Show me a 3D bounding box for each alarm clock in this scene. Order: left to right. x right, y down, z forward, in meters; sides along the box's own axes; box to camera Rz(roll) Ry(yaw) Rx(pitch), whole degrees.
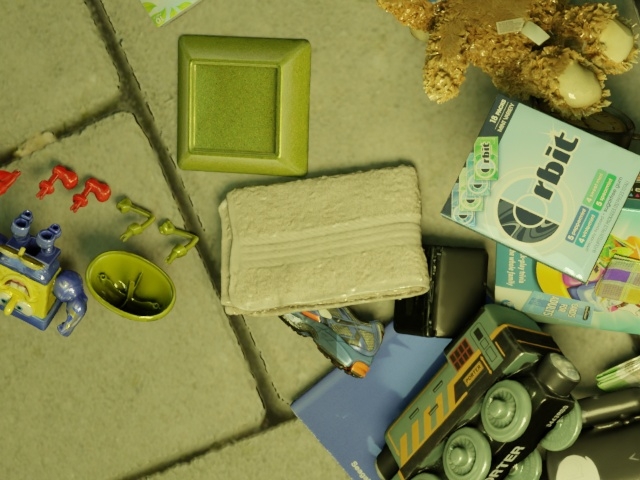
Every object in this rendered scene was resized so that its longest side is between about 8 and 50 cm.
[{"bbox_3d":[0.305,-0.132,1.670,0.129,0.192,0.064,37,120,40],"label":"alarm clock"}]

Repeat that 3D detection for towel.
[{"bbox_3d":[0.000,0.000,1.804,0.282,0.049,0.187,-9,66,13],"label":"towel"},{"bbox_3d":[0.371,0.049,1.648,0.060,0.009,0.083,15,145,2],"label":"towel"},{"bbox_3d":[0.449,0.179,1.756,0.152,0.023,0.113,-30,129,25],"label":"towel"}]

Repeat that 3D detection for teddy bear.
[{"bbox_3d":[0.226,-0.256,1.680,0.338,0.113,0.245,12,65,14],"label":"teddy bear"}]

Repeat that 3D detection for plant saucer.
[{"bbox_3d":[-0.111,-0.181,1.839,0.188,0.045,0.188,4,101,12],"label":"plant saucer"}]

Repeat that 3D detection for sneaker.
[{"bbox_3d":[-0.003,0.094,1.851,0.221,0.083,0.087,39,80,15],"label":"sneaker"}]

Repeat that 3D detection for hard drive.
[{"bbox_3d":[0.143,0.208,1.859,0.319,0.040,0.210,-41,90,16],"label":"hard drive"}]

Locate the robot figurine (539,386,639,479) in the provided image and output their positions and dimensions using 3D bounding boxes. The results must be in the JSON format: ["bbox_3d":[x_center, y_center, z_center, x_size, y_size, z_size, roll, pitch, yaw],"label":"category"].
[{"bbox_3d":[0.397,0.317,1.760,0.278,0.173,0.209,-18,139,15],"label":"robot figurine"}]

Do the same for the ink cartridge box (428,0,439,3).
[{"bbox_3d":[0.107,-0.523,1.626,0.270,0.151,0.395,-39,65,15],"label":"ink cartridge box"}]

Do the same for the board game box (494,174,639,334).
[{"bbox_3d":[0.387,0.015,1.673,0.336,0.079,0.253,7,144,12],"label":"board game box"}]

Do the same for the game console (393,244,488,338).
[{"bbox_3d":[0.158,0.068,1.803,0.107,0.071,0.122,3,89,52],"label":"game console"}]

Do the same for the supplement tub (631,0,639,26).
[{"bbox_3d":[0.485,-0.298,1.654,0.198,0.106,0.106,-19,96,16],"label":"supplement tub"}]

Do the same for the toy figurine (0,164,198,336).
[{"bbox_3d":[-0.376,0.041,1.922,0.363,0.191,0.217,25,135,0],"label":"toy figurine"}]

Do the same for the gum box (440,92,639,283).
[{"bbox_3d":[0.254,-0.060,1.557,0.184,0.041,0.157,25,89,11],"label":"gum box"}]

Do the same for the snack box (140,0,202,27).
[{"bbox_3d":[-0.185,-0.366,1.824,0.141,0.037,0.100,-32,94,16],"label":"snack box"}]

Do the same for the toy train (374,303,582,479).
[{"bbox_3d":[0.195,0.239,1.739,0.334,0.142,0.190,-54,43,26],"label":"toy train"}]
